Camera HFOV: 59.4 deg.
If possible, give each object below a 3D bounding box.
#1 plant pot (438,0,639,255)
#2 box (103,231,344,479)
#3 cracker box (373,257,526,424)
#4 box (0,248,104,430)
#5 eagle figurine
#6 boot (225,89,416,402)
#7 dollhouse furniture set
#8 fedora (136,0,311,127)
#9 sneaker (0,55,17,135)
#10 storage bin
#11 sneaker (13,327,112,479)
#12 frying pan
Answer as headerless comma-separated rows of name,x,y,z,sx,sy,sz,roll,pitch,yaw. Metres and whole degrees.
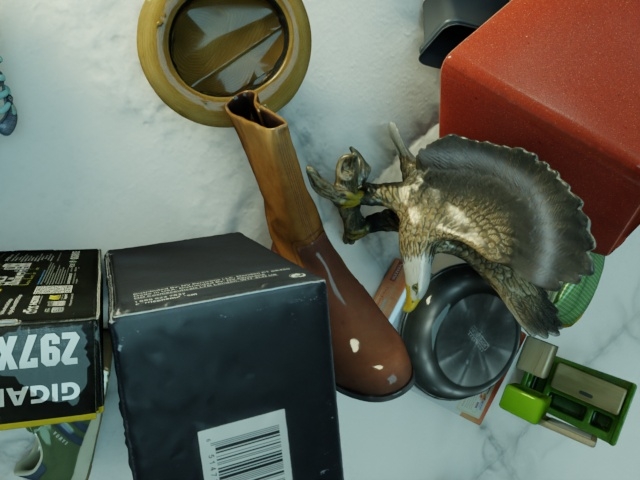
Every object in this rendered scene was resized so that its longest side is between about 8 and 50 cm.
plant pot,0.320,-0.143,0.670,0.267,0.236,0.267,-41,153,-10
box,-0.111,0.160,0.584,0.182,0.294,0.296,-9,102,-21
cracker box,0.171,0.148,0.815,0.232,0.067,0.156,32,85,-24
box,-0.319,0.067,0.473,0.257,0.322,0.079,-3,99,-22
eagle figurine,0.157,-0.013,0.666,0.298,0.226,0.225,10,110,21
boot,0.000,0.000,0.582,0.096,0.264,0.280,-20,127,-10
dollhouse furniture set,0.397,0.129,0.812,0.197,0.151,0.302,22,89,-60
fedora,-0.108,-0.222,0.638,0.194,0.079,0.194,-3,103,-15
sneaker,-0.360,-0.165,0.552,0.122,0.110,0.283,20,94,-41
storage bin,0.195,-0.282,0.748,0.135,0.098,0.091,5,69,-22
sneaker,-0.296,0.191,0.640,0.086,0.064,0.192,10,98,-27
frying pan,0.257,0.107,0.787,0.326,0.053,0.197,-21,104,-17
